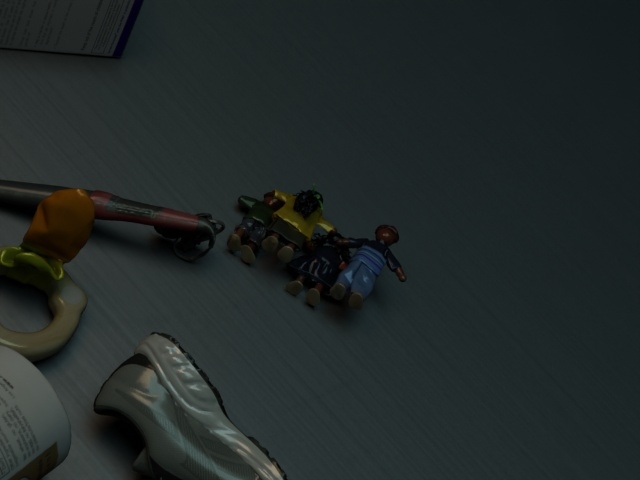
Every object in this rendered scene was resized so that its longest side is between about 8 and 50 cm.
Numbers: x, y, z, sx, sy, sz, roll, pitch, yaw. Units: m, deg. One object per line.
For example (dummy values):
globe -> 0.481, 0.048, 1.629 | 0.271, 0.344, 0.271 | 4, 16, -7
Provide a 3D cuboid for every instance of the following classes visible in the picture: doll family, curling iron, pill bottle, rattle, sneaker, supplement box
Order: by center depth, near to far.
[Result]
pill bottle -> -0.338, 0.200, 1.548 | 0.131, 0.131, 0.229 | 44, 50, 10
rattle -> -0.292, 0.058, 1.673 | 0.199, 0.143, 0.130 | -35, 94, -45
sneaker -> -0.104, 0.217, 1.681 | 0.108, 0.100, 0.271 | -40, 81, -14
curling iron -> -0.233, -0.027, 1.815 | 0.274, 0.068, 0.035 | 11, 54, -11
doll family -> 0.000, 0.000, 1.892 | 0.193, 0.076, 0.111 | 38, 45, -2
supplement box -> -0.312, -0.279, 1.922 | 0.220, 0.114, 0.111 | 1, 57, -22
